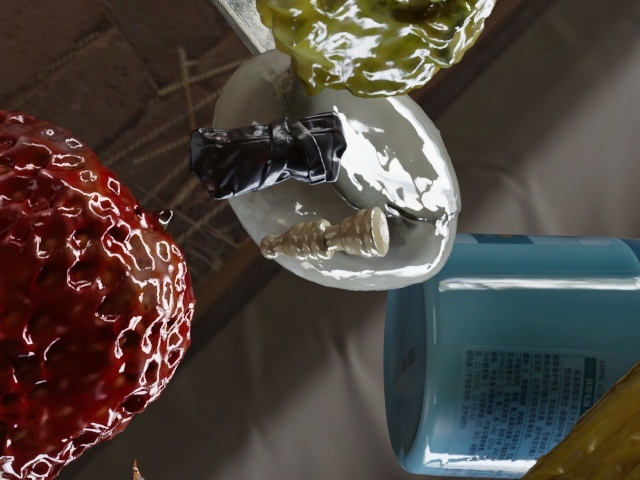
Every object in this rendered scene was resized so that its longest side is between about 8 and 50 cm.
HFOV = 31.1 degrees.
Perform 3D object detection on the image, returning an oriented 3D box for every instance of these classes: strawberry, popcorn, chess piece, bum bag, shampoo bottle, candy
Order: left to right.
[{"bbox_3d":[-0.244,0.056,0.899,0.292,0.310,0.291,-1,115,-2],"label":"strawberry"},{"bbox_3d":[-0.038,-0.064,0.865,0.124,0.034,0.058,-12,90,-14],"label":"bum bag"},{"bbox_3d":[0.000,0.000,0.816,0.035,0.092,0.035,-8,90,-67],"label":"chess piece"},{"bbox_3d":[0.015,-0.072,1.200,0.295,0.295,0.185,12,142,-41],"label":"candy"},{"bbox_3d":[0.046,-0.257,1.034,0.233,0.192,0.266,-14,131,-12],"label":"popcorn"},{"bbox_3d":[0.276,0.156,1.544,0.343,0.331,0.331,2,111,-7],"label":"shampoo bottle"}]

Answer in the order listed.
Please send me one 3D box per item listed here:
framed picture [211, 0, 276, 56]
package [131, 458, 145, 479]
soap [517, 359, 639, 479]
[{"bbox_3d":[-0.065,-0.426,2.023,0.240,0.324,0.020,-26,158,-27],"label":"framed picture"},{"bbox_3d":[-0.286,0.403,1.828,0.033,0.110,0.077,-4,122,-10],"label":"package"},{"bbox_3d":[0.348,0.144,0.895,0.335,0.293,0.156,-40,99,-14],"label":"soap"}]
